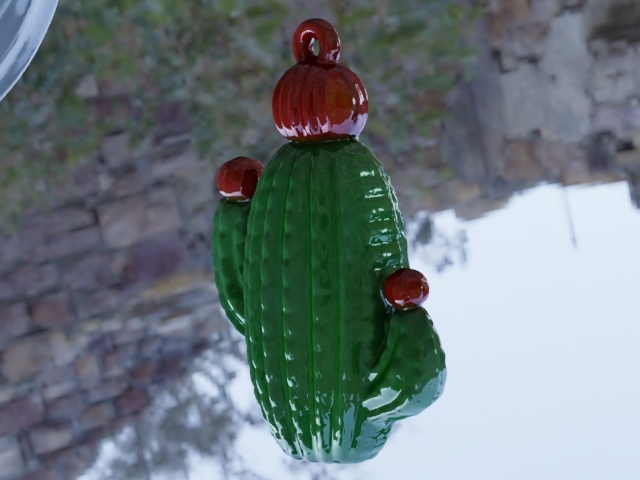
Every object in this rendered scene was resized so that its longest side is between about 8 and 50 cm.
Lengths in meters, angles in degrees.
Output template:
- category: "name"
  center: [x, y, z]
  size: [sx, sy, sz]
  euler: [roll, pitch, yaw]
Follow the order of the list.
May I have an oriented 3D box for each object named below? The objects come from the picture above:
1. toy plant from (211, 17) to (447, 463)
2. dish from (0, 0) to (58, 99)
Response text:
- category: "toy plant"
  center: [-0.006, 0.010, 0.916]
  size: [0.088, 0.240, 0.155]
  euler: [-10, 165, -42]
- category: "dish"
  center: [-0.236, -0.149, 0.721]
  size: [0.260, 0.260, 0.085]
  euler: [-16, -166, -15]
